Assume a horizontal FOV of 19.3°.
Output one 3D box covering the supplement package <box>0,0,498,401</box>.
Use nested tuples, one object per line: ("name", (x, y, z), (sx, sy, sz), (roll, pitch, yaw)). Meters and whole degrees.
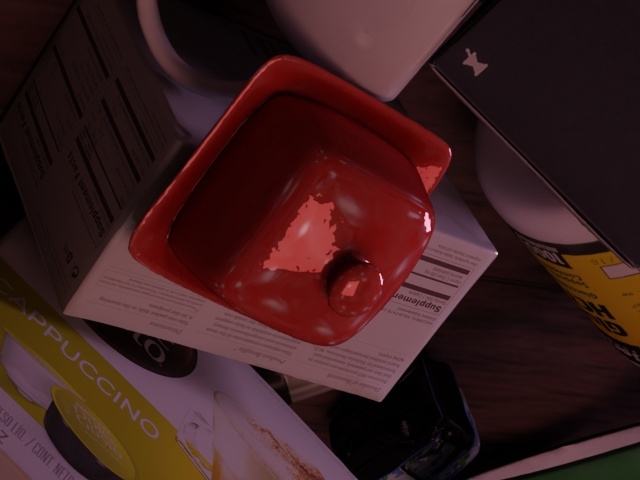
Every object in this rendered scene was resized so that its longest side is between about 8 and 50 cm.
("supplement package", (-0.053, -0.034, 1.263), (0.262, 0.204, 0.145), (19, 118, -36))

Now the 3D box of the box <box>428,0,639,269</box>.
("box", (0.278, -0.200, 1.087), (0.179, 0.312, 0.343), (45, 132, -3))

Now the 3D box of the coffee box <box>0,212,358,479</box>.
("coffee box", (-0.208, 0.220, 1.243), (0.338, 0.334, 0.337), (-40, 97, 20))

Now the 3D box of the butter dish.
("butter dish", (0.000, 0.000, 1.093), (0.160, 0.118, 0.160), (27, 109, -38))

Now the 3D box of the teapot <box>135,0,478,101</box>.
("teapot", (0.036, -0.218, 1.136), (0.187, 0.256, 0.252), (39, 137, -1))

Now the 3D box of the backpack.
("backpack", (0.072, 0.163, 1.579), (0.114, 0.105, 0.084), (-39, 134, 21))

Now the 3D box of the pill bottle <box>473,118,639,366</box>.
("pill bottle", (0.269, -0.009, 1.445), (0.188, 0.188, 0.334), (-35, 135, 10))

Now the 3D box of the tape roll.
("tape roll", (0.232, 0.210, 1.582), (0.321, 0.077, 0.321), (-16, 175, -1))

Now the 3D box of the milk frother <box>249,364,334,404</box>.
("milk frother", (-0.022, 0.089, 1.439), (0.135, 0.143, 0.129), (-19, 129, -4))
